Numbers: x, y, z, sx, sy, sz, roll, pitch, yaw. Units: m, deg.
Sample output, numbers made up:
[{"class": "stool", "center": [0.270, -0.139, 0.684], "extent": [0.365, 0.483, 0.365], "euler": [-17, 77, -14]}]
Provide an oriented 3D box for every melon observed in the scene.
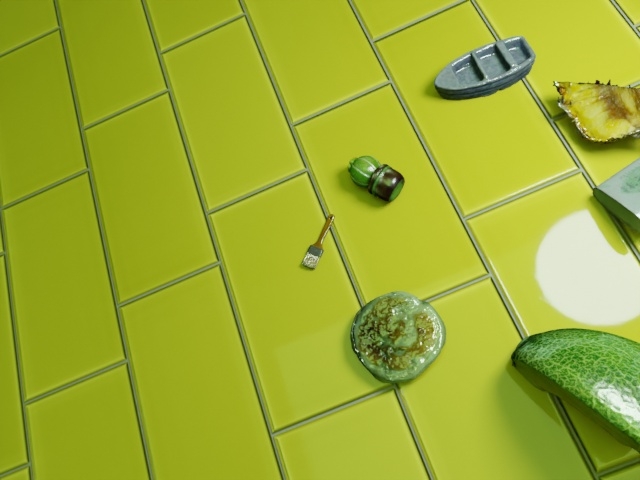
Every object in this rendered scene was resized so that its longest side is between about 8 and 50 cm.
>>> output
[{"class": "melon", "center": [0.590, 0.304, 1.191], "extent": [0.343, 0.226, 0.331], "euler": [34, 43, 21]}]

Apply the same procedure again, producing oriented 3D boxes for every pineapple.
[{"class": "pineapple", "center": [0.771, -0.319, 1.422], "extent": [0.334, 0.161, 0.158], "euler": [11, 100, 36]}]

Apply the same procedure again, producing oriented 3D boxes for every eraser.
[{"class": "eraser", "center": [0.808, -0.137, 1.337], "extent": [0.227, 0.081, 0.174], "euler": [-36, 43, 5]}]

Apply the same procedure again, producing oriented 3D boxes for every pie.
[{"class": "pie", "center": [0.190, 0.240, 1.388], "extent": [0.240, 0.054, 0.240], "euler": [-6, 67, 13]}]

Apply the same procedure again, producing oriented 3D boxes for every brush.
[{"class": "brush", "center": [0.000, 0.000, 1.546], "extent": [0.043, 0.014, 0.170], "euler": [21, 75, 18]}]

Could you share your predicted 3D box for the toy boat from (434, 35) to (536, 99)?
[{"class": "toy boat", "center": [0.459, -0.481, 1.582], "extent": [0.283, 0.078, 0.127], "euler": [-21, 67, 6]}]

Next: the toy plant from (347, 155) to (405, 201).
[{"class": "toy plant", "center": [0.147, -0.177, 1.535], "extent": [0.162, 0.093, 0.093], "euler": [35, 81, 22]}]
